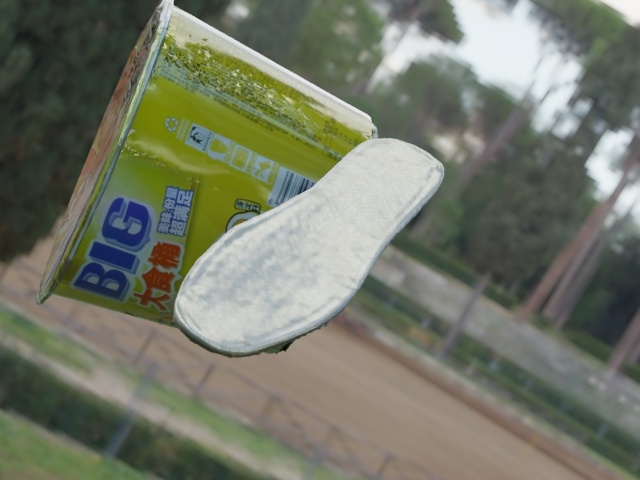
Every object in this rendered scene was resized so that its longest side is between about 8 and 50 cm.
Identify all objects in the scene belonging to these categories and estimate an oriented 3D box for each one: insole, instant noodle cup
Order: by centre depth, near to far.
[{"bbox_3d":[0.000,0.000,0.846,0.063,0.010,0.192,34,42,13],"label":"insole"},{"bbox_3d":[-0.064,-0.032,1.109,0.153,0.205,0.205,21,3,-10],"label":"instant noodle cup"}]
